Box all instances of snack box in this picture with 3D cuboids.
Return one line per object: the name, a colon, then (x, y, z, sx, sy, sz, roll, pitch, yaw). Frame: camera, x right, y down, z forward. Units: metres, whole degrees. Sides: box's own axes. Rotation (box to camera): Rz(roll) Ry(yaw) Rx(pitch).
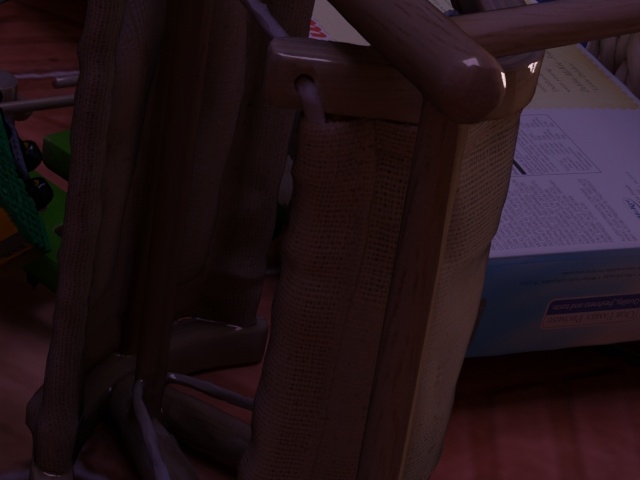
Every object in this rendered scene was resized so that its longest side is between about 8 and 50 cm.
snack box: (0.053, -0.065, 0.844, 0.187, 0.060, 0.322, -3, 36, -26)

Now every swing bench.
swing bench: (0.000, 0.000, 0.582, 0.165, 0.253, 0.254, -13, 34, -38)

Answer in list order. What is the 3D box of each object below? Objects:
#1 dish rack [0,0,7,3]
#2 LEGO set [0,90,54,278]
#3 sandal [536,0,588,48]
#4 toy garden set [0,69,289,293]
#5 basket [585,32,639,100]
dish rack: (-0.255, -0.216, 1.127, 0.208, 0.074, 0.271, 18, 28, 18)
LEGO set: (-0.260, -0.087, 0.625, 0.192, 0.331, 0.255, -30, 42, 1)
sandal: (0.238, -0.147, 1.049, 0.317, 0.138, 0.126, -9, 69, -20)
toy garden set: (-0.095, -0.040, 0.865, 0.204, 0.049, 0.244, 32, 35, 34)
basket: (0.337, -0.111, 0.838, 0.331, 0.328, 0.266, -6, 28, -27)
